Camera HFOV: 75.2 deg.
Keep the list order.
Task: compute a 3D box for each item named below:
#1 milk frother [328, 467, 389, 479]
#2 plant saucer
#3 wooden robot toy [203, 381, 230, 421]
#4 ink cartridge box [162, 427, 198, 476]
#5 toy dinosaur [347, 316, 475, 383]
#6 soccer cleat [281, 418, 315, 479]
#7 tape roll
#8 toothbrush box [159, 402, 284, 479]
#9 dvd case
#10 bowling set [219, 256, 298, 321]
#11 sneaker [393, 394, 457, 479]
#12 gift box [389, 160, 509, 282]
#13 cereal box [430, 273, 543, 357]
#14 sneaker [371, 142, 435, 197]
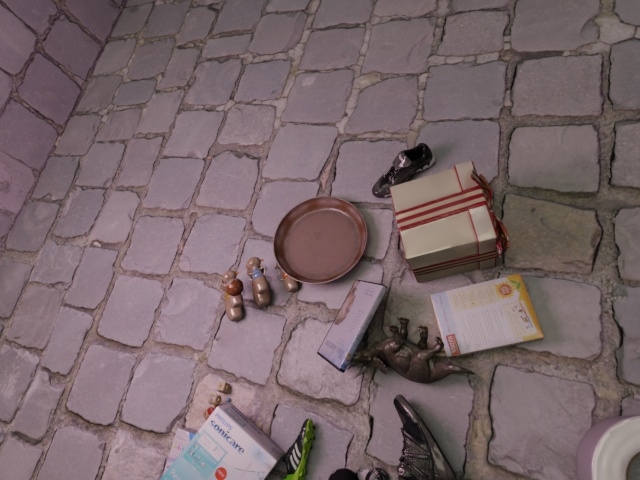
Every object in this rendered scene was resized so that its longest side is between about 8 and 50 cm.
[{"bbox_3d":[0.094,0.619,1.000,0.129,0.135,0.143,44,92,0],"label":"milk frother"},{"bbox_3d":[0.000,0.000,1.338,0.310,0.050,0.311,-6,63,13],"label":"plant saucer"},{"bbox_3d":[-0.329,0.517,1.258,0.078,0.076,0.174,-9,64,30],"label":"wooden robot toy"},{"bbox_3d":[-0.394,0.661,1.224,0.104,0.061,0.182,6,71,24],"label":"ink cartridge box"},{"bbox_3d":[0.240,0.308,1.100,0.313,0.121,0.161,13,105,16],"label":"toy dinosaur"},{"bbox_3d":[-0.063,0.574,1.129,0.072,0.060,0.179,6,73,26],"label":"soccer cleat"},{"bbox_3d":[0.654,0.474,0.814,0.245,0.169,0.246,-8,65,18],"label":"tape roll"},{"bbox_3d":[-0.275,0.628,1.112,0.216,0.126,0.296,38,79,13],"label":"toothbrush box"},{"bbox_3d":[0.084,0.229,1.169,0.253,0.022,0.180,-61,17,-10],"label":"dvd case"},{"bbox_3d":[-0.229,0.118,1.317,0.286,0.200,0.154,-27,60,5],"label":"bowling set"},{"bbox_3d":[0.219,0.506,1.025,0.130,0.087,0.228,-30,66,1],"label":"sneaker"},{"bbox_3d":[0.345,-0.040,1.107,0.257,0.276,0.255,-15,69,14],"label":"gift box"},{"bbox_3d":[0.429,0.200,1.094,0.240,0.047,0.173,-16,63,16],"label":"cereal box"},{"bbox_3d":[0.253,-0.229,1.314,0.234,0.106,0.078,-36,59,5],"label":"sneaker"}]
